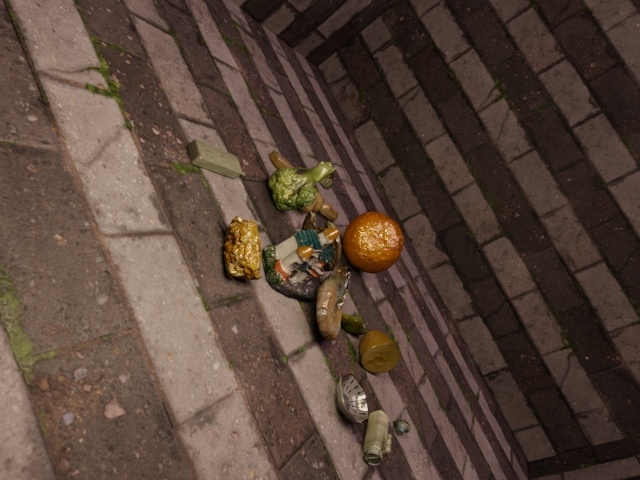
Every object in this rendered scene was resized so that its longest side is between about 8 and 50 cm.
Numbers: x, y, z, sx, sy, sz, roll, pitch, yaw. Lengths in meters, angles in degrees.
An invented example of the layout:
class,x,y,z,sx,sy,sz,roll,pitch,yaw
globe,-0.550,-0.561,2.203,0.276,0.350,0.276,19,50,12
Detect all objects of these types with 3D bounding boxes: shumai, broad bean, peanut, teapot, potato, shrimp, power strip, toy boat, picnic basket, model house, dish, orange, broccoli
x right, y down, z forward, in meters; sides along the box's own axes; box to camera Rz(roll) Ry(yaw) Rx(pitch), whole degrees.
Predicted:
class,x,y,z,sx,sy,sz,roll,pitch,yaw
shumai,0.049,-0.382,2.522,0.099,0.087,0.123,63,22,11
broad bean,0.112,0.364,1.813,0.325,0.067,0.075,30,65,-39
peanut,0.045,-0.164,2.280,0.174,0.080,0.080,35,33,-50
teapot,0.226,0.747,1.539,0.077,0.107,0.200,57,24,-13
potato,0.256,0.489,1.855,0.203,0.178,0.158,18,25,-23
shrimp,0.065,0.239,1.700,0.446,0.109,0.221,-63,140,-59
peanut,-0.067,-0.207,2.055,0.253,0.122,0.137,-3,90,-67
power strip,-0.395,-0.309,1.602,0.288,0.053,0.093,11,52,-59
toy boat,-0.187,-0.385,2.098,0.200,0.057,0.077,44,23,-30
picnic basket,0.364,0.815,1.792,0.083,0.065,0.083,51,41,-8
model house,-0.037,0.069,1.587,0.271,0.300,0.190,33,28,-45
dish,0.105,0.602,1.521,0.191,0.066,0.191,47,25,-30
orange,0.284,0.015,2.241,0.341,0.340,0.293,63,-14,8
broccoli,-0.102,-0.261,1.823,0.186,0.302,0.254,47,29,-37

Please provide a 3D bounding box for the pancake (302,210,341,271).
class,x,y,z,sx,sy,sz,roll,pitch,yaw
pancake,0.000,0.000,1.781,0.033,0.288,0.286,-8,73,-31

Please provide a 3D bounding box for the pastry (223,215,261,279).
class,x,y,z,sx,sy,sz,roll,pitch,yaw
pastry,-0.273,0.018,1.401,0.154,0.102,0.250,30,39,-47
